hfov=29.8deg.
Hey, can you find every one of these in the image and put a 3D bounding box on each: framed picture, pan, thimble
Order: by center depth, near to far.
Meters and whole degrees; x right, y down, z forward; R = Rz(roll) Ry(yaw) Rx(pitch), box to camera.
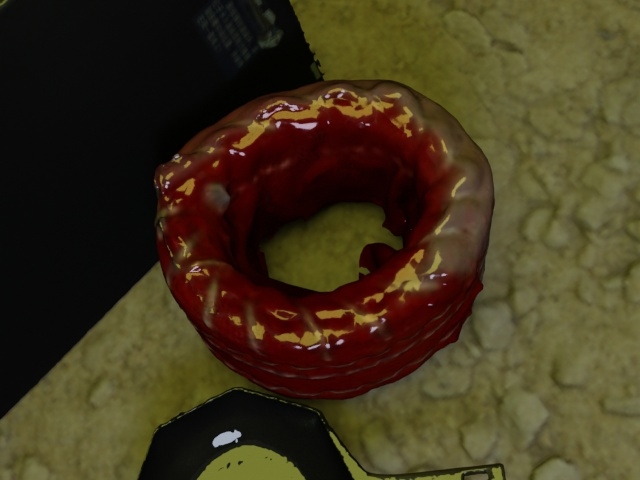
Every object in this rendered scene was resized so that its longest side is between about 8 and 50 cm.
[{"bbox_3d":[-0.144,-0.034,0.661,0.338,0.255,0.014,-46,62,-7],"label":"framed picture"},{"bbox_3d":[-0.006,0.164,0.689,0.202,0.048,0.128,15,77,13],"label":"pan"},{"bbox_3d":[0.007,0.002,0.694,0.189,0.125,0.163,-16,67,0],"label":"thimble"}]
